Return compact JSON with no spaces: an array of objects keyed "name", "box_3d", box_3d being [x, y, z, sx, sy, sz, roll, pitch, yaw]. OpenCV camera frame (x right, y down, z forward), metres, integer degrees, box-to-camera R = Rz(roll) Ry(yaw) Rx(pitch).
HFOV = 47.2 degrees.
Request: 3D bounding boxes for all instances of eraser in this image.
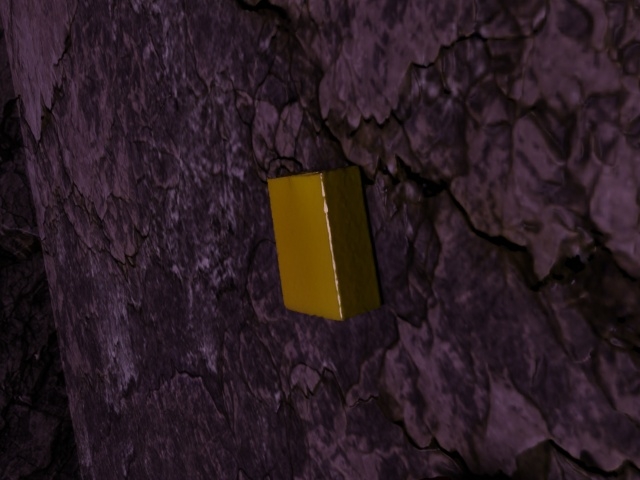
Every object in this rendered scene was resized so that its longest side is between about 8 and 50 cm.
[{"name":"eraser","box_3d":[0.000,0.000,0.626,0.097,0.045,0.122,5,106,59]}]

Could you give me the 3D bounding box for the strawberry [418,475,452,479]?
[{"name":"strawberry","box_3d":[0.088,0.254,0.482,0.201,0.184,0.187,-96,7,-56]}]
